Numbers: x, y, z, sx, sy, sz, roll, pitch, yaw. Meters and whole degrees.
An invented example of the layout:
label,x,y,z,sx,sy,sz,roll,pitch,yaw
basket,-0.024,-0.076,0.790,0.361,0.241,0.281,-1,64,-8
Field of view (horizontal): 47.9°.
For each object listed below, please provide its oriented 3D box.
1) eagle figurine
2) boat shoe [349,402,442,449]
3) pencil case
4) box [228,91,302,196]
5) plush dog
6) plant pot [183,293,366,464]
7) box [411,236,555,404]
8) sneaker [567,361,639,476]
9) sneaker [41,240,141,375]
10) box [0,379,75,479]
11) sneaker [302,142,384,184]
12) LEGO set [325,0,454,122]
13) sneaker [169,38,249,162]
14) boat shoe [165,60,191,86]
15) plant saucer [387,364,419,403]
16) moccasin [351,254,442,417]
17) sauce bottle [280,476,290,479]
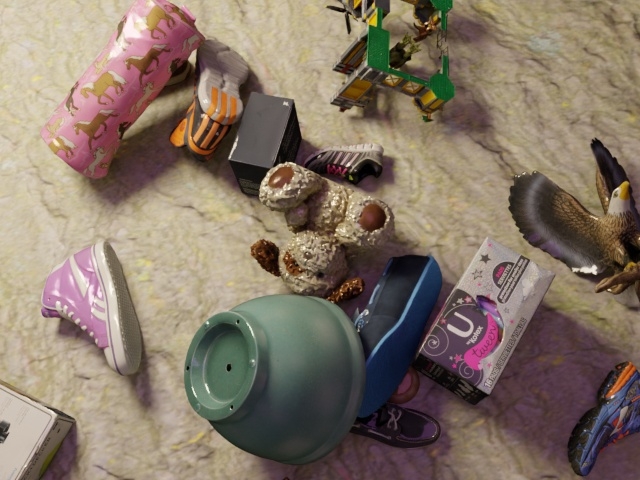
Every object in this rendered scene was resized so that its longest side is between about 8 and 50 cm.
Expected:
label,x,y,z,sx,sy,sz,roll,pitch,yaw
eagle figurine,0.531,-0.036,1.349,0.227,0.225,0.298,12,28,-33
boat shoe,0.115,0.325,1.284,0.206,0.065,0.075,10,71,7
pencil case,-0.391,-0.311,1.435,0.386,0.160,0.167,-50,35,12
box,-0.106,-0.185,1.437,0.093,0.158,0.155,13,71,9
plush dog,0.000,0.000,1.371,0.263,0.210,0.225,24,93,11
plant pot,-0.098,0.218,1.197,0.293,0.196,0.292,-15,66,37
box,0.285,0.145,1.286,0.142,0.163,0.247,29,74,12
sneaker,0.511,0.319,1.253,0.087,0.083,0.221,36,78,10
sneaker,-0.443,0.151,1.377,0.161,0.102,0.282,-23,59,-1
box,-0.625,0.337,1.320,0.290,0.087,0.169,22,73,12
sneaker,0.051,-0.149,1.463,0.171,0.063,0.074,-8,63,-4
LEGO set,0.141,-0.392,1.517,0.255,0.192,0.331,4,71,-26
sneaker,-0.245,-0.286,1.502,0.125,0.180,0.321,27,34,-21
boat shoe,-0.414,-0.364,1.557,0.258,0.095,0.095,-25,70,-5
plant saucer,0.142,0.260,1.333,0.084,0.015,0.083,-1,70,3
moccasin,0.112,0.170,1.320,0.117,0.137,0.342,10,49,36
sauce bottle,-0.098,0.468,1.259,0.128,0.042,0.042,-37,72,-11
